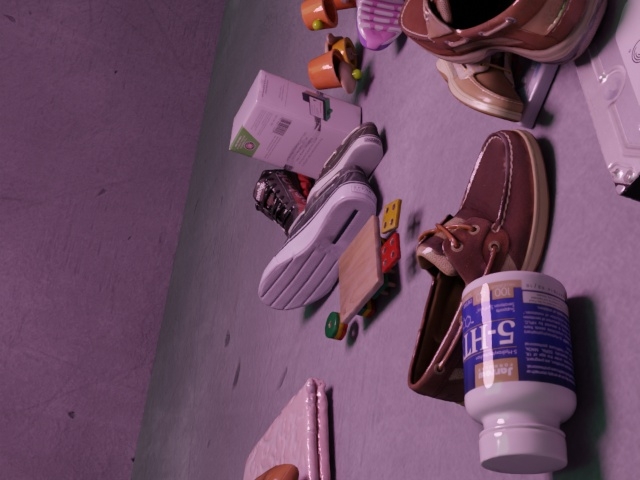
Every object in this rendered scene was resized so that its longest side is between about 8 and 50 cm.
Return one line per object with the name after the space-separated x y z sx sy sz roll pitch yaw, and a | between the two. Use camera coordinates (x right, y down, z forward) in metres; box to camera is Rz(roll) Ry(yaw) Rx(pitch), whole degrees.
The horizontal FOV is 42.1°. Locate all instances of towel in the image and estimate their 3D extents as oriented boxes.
-0.061 0.451 1.446 0.332 0.053 0.317 124 152 -44 | towel

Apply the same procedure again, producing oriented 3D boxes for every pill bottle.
0.202 0.136 0.852 0.112 0.112 0.187 134 145 -54 | pill bottle

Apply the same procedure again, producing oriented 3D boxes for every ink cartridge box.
-0.048 -0.220 1.640 0.160 0.219 0.093 131 151 -50 | ink cartridge box

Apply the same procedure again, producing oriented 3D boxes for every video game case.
0.266 -0.263 1.091 0.183 0.023 0.201 -124 51 -65 | video game case

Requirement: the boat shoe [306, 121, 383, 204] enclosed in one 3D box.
0.045 -0.129 1.540 0.219 0.077 0.070 -47 34 39 | boat shoe

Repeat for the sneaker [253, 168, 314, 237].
-0.071 -0.069 1.721 0.098 0.135 0.276 -64 24 25 | sneaker

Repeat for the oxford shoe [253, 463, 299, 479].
-0.079 0.412 1.371 0.076 0.076 0.212 -52 3 -31 | oxford shoe

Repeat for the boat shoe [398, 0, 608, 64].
0.177 -0.275 0.951 0.324 0.116 0.123 21 93 61 | boat shoe

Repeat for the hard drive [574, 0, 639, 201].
0.364 -0.220 0.735 0.339 0.064 0.237 125 152 -47 | hard drive

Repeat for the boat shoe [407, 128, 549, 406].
0.174 0.024 0.988 0.123 0.123 0.342 -173 97 -70 | boat shoe

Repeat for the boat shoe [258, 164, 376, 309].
0.000 0.000 1.538 0.335 0.121 0.119 -48 24 33 | boat shoe

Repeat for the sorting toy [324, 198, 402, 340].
0.082 0.047 1.344 0.274 0.046 0.132 125 152 -46 | sorting toy

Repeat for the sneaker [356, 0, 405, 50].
0.106 -0.431 1.568 0.104 0.095 0.236 119 162 -52 | sneaker

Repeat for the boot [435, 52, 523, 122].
0.227 -0.254 1.052 0.213 0.077 0.165 -108 39 -57 | boot

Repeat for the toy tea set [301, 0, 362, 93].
0.050 -0.443 1.656 0.124 0.200 0.336 -11 78 24 | toy tea set
